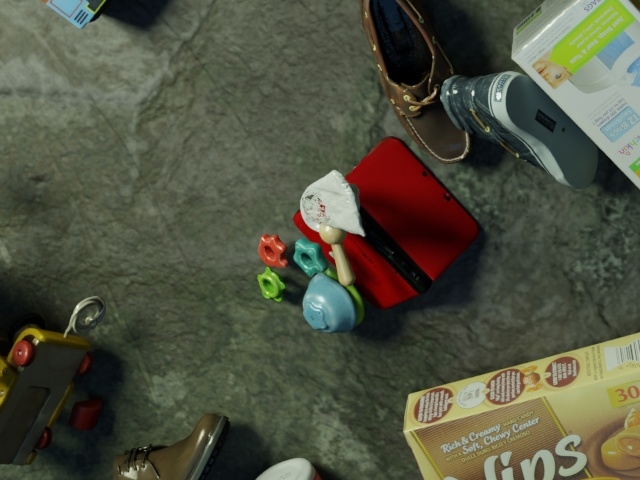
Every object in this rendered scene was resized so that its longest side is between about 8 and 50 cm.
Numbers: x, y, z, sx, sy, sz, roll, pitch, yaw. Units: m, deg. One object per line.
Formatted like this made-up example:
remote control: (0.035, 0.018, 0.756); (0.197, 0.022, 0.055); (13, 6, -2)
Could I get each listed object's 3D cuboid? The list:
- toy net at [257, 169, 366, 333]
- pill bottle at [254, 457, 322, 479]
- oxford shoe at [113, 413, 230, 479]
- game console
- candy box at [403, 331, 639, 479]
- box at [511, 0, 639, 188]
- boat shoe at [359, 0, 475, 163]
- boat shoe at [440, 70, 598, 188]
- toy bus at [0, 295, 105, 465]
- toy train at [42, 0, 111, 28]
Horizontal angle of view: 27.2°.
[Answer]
toy net: (0.000, 0.000, 1.336); (0.122, 0.045, 0.232); (39, 141, 22)
pill bottle: (-0.011, 0.332, 1.495); (0.087, 0.087, 0.160); (-25, 108, 18)
oxford shoe: (-0.187, 0.266, 1.498); (0.096, 0.083, 0.227); (40, 113, -4)
game console: (0.067, -0.016, 1.370); (0.144, 0.085, 0.124); (46, 143, -11)
candy box: (0.267, 0.217, 1.400); (0.316, 0.087, 0.183); (-17, 110, 16)
box: (0.287, -0.149, 1.226); (0.203, 0.103, 0.114); (44, 113, -11)
boat shoe: (0.091, -0.160, 1.271); (0.073, 0.073, 0.207); (-24, 109, 14)
boat shoe: (0.194, -0.110, 1.271); (0.083, 0.065, 0.183); (11, 163, 45)
toy bus: (-0.335, 0.147, 1.452); (0.104, 0.202, 0.191); (36, 145, 35)
toy train: (-0.213, -0.296, 1.258); (0.105, 0.080, 0.184); (36, 112, -17)
